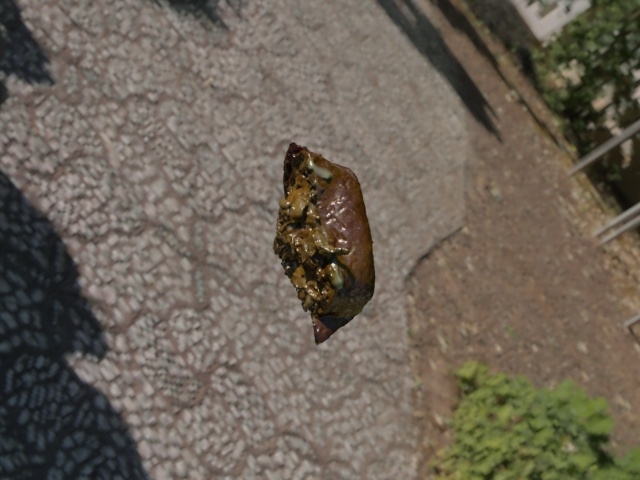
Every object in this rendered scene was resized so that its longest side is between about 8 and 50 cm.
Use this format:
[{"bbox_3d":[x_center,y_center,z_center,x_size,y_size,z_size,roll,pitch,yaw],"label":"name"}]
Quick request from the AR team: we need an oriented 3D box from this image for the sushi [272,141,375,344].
[{"bbox_3d":[-0.002,0.001,0.640,0.060,0.061,0.118,-3,64,-26],"label":"sushi"}]
